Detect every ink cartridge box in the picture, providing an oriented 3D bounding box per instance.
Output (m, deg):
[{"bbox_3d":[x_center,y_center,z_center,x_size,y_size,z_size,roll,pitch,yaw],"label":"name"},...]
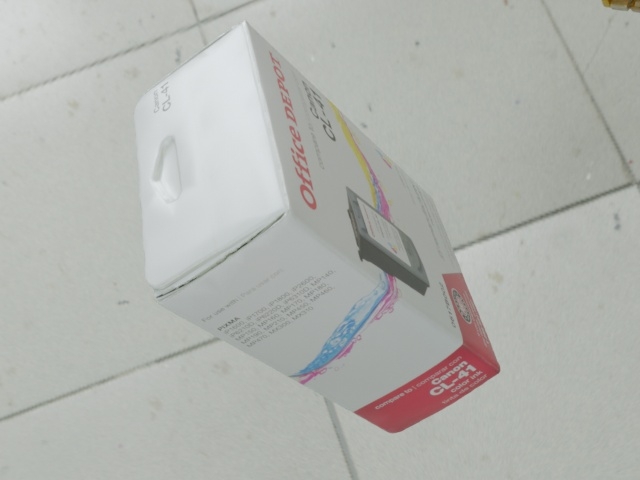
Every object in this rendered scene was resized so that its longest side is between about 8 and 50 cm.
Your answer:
[{"bbox_3d":[0.000,0.000,0.791,0.131,0.306,0.226,-32,47,19],"label":"ink cartridge box"}]

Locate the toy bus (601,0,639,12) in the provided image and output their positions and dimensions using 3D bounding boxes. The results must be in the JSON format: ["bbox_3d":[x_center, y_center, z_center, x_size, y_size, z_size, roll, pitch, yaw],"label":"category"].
[{"bbox_3d":[0.327,-0.305,0.857,0.191,0.104,0.202,-27,55,15],"label":"toy bus"}]
